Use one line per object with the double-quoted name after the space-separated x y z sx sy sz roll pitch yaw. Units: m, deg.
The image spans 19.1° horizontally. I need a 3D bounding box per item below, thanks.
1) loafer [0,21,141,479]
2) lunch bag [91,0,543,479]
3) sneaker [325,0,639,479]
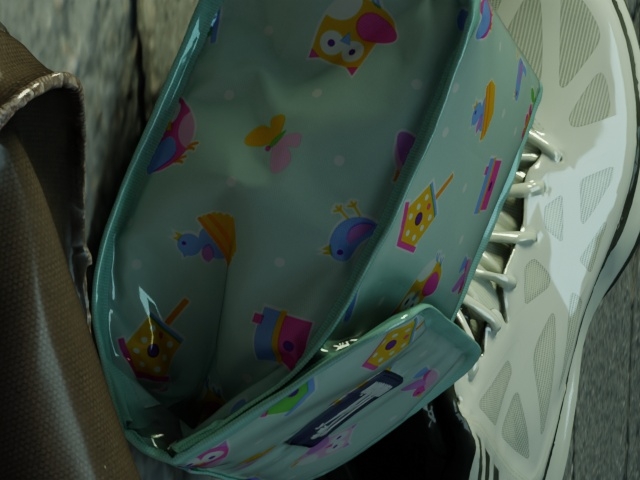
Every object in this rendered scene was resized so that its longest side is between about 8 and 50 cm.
-0.104 0.100 0.697 0.134 0.130 0.366 -37 131 -66 "loafer"
0.000 0.000 0.942 0.223 0.160 0.262 33 76 -73 "lunch bag"
0.110 0.013 1.247 0.257 0.169 0.447 -3 102 -73 "sneaker"
